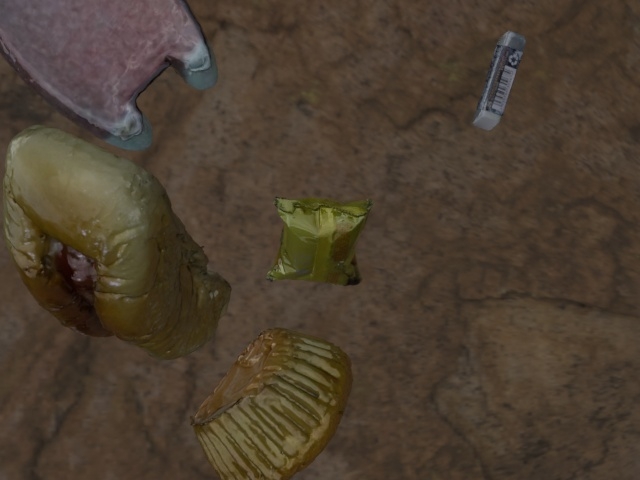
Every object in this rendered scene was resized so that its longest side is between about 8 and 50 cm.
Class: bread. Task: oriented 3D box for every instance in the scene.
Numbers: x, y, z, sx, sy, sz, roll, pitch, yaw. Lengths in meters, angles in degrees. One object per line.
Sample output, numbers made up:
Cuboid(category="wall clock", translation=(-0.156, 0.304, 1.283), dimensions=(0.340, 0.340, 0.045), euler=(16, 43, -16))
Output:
Cuboid(category="bread", translation=(-0.065, 0.218, 1.611), dimensions=(0.240, 0.240, 0.139), euler=(-39, 106, 18))

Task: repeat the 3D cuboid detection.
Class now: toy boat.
Cuboid(category="toy boat", translation=(-0.202, -0.189, 1.059), dimensions=(0.227, 0.085, 0.155), euler=(45, 83, -5))

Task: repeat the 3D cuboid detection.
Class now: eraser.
Cuboid(category="eraser", translation=(0.177, -0.158, 1.203), dimensions=(0.019, 0.027, 0.099), euler=(23, 97, 62))

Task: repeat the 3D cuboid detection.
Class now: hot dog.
Cuboid(category="hot dog", translation=(-0.109, 0.017, 0.654), dimensions=(0.084, 0.242, 0.073), euler=(19, 76, 10))

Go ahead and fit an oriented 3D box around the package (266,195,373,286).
Cuboid(category="package", translation=(0.000, 0.000, 1.958), dimensions=(0.168, 0.226, 0.090), euler=(3, 53, -6))
